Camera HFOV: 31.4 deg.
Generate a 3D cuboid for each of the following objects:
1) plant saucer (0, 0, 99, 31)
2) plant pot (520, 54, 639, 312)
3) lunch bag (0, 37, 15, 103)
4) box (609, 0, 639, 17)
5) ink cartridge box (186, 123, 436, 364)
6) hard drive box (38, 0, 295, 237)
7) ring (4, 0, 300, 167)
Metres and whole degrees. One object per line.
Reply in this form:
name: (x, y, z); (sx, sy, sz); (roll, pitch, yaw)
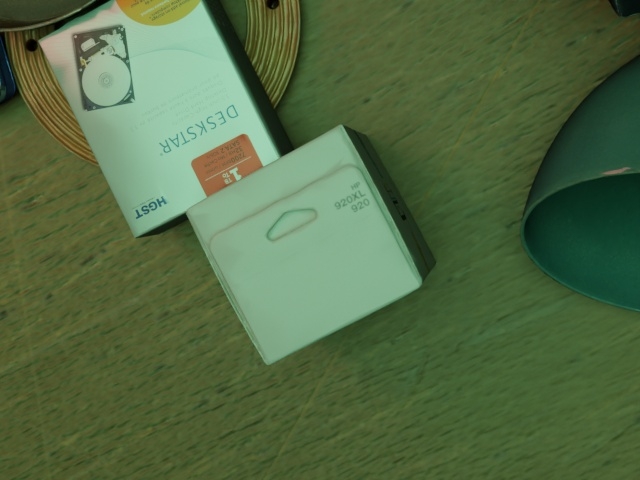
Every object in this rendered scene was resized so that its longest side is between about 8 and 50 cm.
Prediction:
plant saucer: (-0.299, -0.356, 1.217); (0.311, 0.050, 0.310); (-4, 73, 13)
plant pot: (0.349, -0.072, 1.083); (0.290, 0.290, 0.195); (10, 64, 8)
lunch bag: (-0.381, -0.189, 1.264); (0.067, 0.065, 0.098); (-14, 93, 47)
box: (0.265, -0.434, 0.950); (0.212, 0.395, 0.293); (-20, 133, 9)
ink cartridge box: (0.000, 0.000, 1.137); (0.171, 0.233, 0.168); (-29, 89, 9)
hard drive box: (-0.157, -0.145, 1.195); (0.181, 0.089, 0.232); (-27, 89, 10)
ring: (-0.186, -0.238, 1.255); (0.337, 0.032, 0.336); (1, 94, 8)
